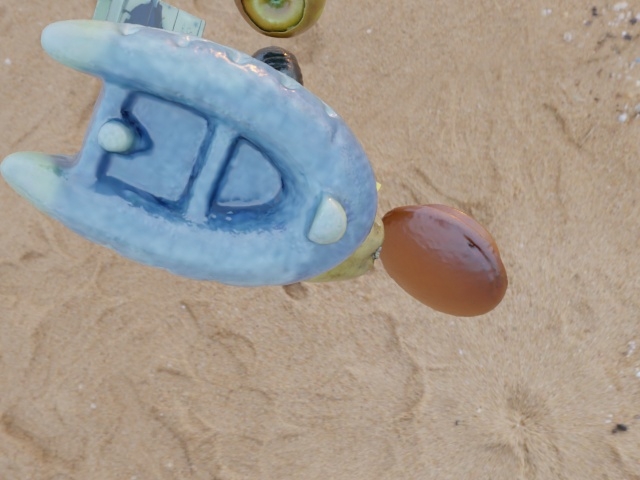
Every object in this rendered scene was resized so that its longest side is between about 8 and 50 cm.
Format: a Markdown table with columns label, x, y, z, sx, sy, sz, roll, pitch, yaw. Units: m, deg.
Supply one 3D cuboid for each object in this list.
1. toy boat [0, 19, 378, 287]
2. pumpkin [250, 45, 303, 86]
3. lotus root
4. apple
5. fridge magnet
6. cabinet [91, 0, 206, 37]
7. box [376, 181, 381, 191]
| label | x | y | z | sx | sy | sz | roll | pitch | yaw |
| --- | --- | --- | --- | --- | --- | --- | --- | --- | --- |
| toy boat | -0.101 | -0.059 | 0.608 | 0.329 | 0.123 | 0.215 | 23 | 103 | -18 |
| pumpkin | -0.124 | -0.421 | 1.899 | 0.161 | 0.220 | 0.221 | -10 | 72 | -6 |
| lotus root | 0.000 | 0.000 | 1.296 | 0.146 | 0.284 | 0.160 | 21 | 104 | 59 |
| apple | -0.100 | -0.619 | 1.733 | 0.236 | 0.207 | 0.237 | -2 | 114 | -4 |
| fridge magnet | 0.303 | 0.046 | 1.744 | 0.363 | 0.364 | 0.155 | 27 | 58 | 21 |
| cabinet | -0.392 | -0.454 | 1.540 | 0.150 | 0.206 | 0.145 | 14 | 87 | 55 |
| box | 0.066 | -0.068 | 1.730 | 0.043 | 0.269 | 0.152 | 31 | 81 | -7 |
